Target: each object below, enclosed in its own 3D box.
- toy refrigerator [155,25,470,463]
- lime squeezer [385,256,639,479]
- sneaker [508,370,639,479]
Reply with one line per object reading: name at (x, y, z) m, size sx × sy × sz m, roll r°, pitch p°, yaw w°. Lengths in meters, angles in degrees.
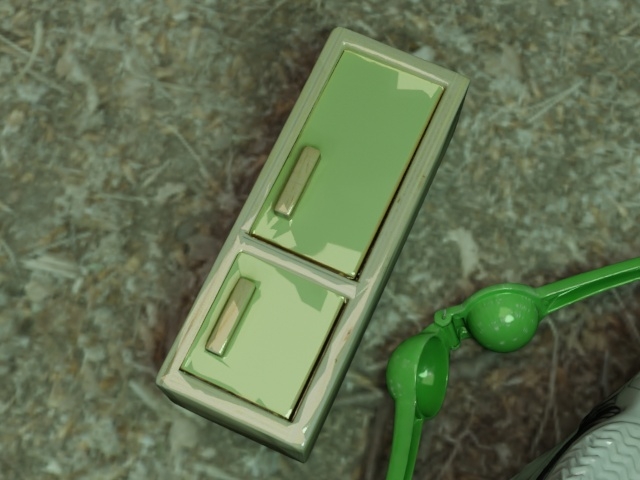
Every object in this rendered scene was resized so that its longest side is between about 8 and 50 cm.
toy refrigerator at (0.000, 0.000, 0.673) m, size 0.102 × 0.094 × 0.269 m, roll 24°, pitch 74°, yaw 7°
lime squeezer at (0.111, 0.073, 0.649) m, size 0.310 × 0.110 × 0.059 m, roll -39°, pitch 117°, yaw -15°
sneaker at (0.192, 0.149, 0.607) m, size 0.366 × 0.210 × 0.137 m, roll -25°, pitch 71°, yaw -44°
